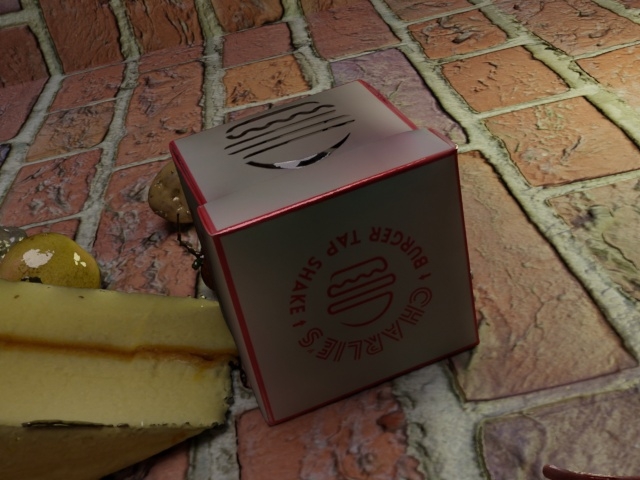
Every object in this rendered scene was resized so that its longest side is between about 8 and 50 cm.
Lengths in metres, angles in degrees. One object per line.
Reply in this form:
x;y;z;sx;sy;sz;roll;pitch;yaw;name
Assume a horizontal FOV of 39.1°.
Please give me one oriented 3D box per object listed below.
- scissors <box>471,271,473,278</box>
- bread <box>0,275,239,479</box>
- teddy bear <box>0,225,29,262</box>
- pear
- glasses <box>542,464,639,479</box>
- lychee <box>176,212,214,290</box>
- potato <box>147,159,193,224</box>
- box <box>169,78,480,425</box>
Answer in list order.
0.134;0.027;1.427;0.125;0.030;0.256;-36;33;-32;scissors
-0.294;0.152;1.195;0.405;0.242;0.345;-21;30;-6;bread
-0.642;0.035;1.637;0.267;0.151;0.236;13;40;43;teddy bear
-0.453;0.076;1.483;0.178;0.178;0.178;-11;27;6;pear
0.308;0.298;0.834;0.268;0.118;0.234;-15;21;46;glasses
-0.164;0.029;1.472;0.140;0.101;0.114;4;71;8;lychee
-0.228;-0.117;1.760;0.235;0.128;0.161;-18;31;-19;potato
0.000;0.000;1.215;0.314;0.312;0.300;-20;34;-11;box
